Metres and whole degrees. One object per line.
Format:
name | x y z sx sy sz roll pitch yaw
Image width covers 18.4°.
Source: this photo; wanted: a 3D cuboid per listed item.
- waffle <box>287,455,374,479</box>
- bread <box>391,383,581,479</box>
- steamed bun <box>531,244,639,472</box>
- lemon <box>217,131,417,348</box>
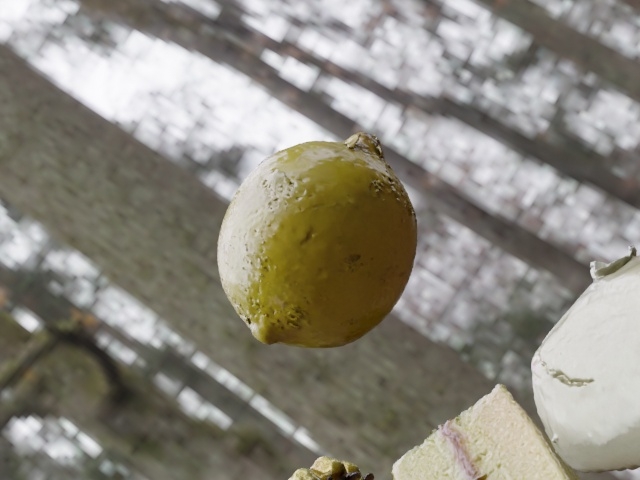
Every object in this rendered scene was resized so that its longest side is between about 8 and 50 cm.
waffle | -0.035 0.366 2.054 0.329 0.062 0.329 -40 -34 -35
bread | 0.206 0.296 1.926 0.167 0.264 0.163 -37 -51 8
steamed bun | 0.253 0.067 1.322 0.170 0.152 0.238 -10 -10 -37
lemon | 0.000 0.000 1.709 0.173 0.173 0.206 21 -89 -56
